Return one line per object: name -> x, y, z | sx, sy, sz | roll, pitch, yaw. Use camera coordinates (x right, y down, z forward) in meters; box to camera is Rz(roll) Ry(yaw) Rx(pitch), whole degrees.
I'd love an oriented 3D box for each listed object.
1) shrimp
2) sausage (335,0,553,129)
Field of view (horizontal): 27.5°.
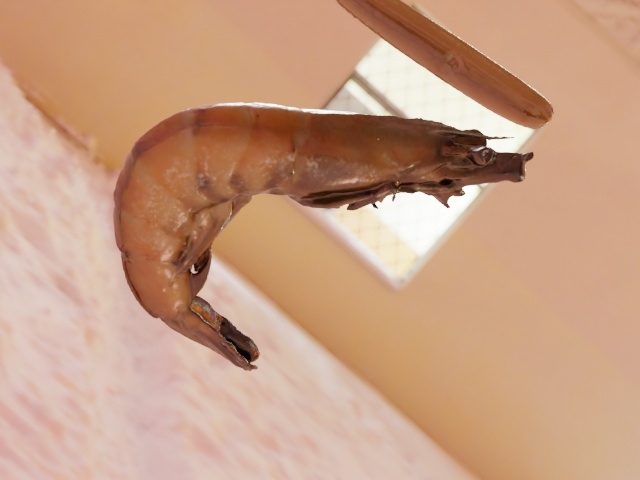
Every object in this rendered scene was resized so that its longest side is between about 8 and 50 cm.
shrimp -> 0.000, 0.000, 0.840 | 0.262, 0.198, 0.051 | -2, 36, -9
sausage -> 0.063, -0.097, 0.681 | 0.132, 0.024, 0.024 | 35, 3, 3
